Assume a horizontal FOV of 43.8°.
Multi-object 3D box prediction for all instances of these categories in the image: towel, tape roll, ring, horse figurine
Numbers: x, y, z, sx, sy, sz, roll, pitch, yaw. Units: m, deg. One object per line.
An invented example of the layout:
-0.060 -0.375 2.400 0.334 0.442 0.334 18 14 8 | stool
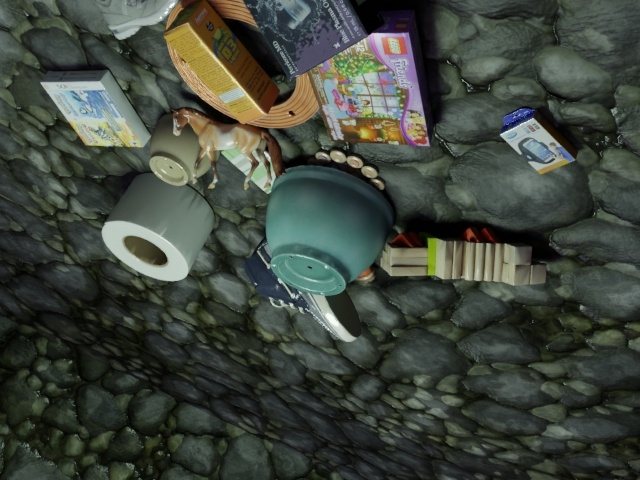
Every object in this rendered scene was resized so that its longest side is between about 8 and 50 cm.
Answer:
-0.140 -0.176 1.809 0.152 0.023 0.113 42 142 -22 | towel
-0.415 -0.033 2.056 0.246 0.169 0.246 18 147 12 | tape roll
-0.144 -0.350 1.548 0.336 0.032 0.337 17 147 11 | ring
-0.191 -0.198 1.718 0.263 0.066 0.174 5 107 14 | horse figurine

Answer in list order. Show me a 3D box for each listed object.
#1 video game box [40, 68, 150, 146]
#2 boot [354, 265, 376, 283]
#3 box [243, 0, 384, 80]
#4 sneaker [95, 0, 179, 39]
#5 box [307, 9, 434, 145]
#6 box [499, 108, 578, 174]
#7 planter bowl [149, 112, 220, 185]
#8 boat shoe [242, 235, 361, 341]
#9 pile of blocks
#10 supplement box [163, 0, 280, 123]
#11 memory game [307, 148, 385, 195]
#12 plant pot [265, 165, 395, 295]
-0.521 -0.305 1.850 0.187 0.048 0.205 7 144 30 | video game box
0.056 0.066 1.997 0.158 0.059 0.085 -10 130 32 | boot
-0.011 -0.361 1.245 0.158 0.093 0.156 -23 106 31 | box
-0.327 -0.456 1.447 0.281 0.105 0.115 -13 129 43 | sneaker
0.086 -0.283 1.421 0.201 0.057 0.293 5 150 19 | box
0.390 -0.181 1.439 0.136 0.028 0.081 36 146 -21 | box
-0.324 -0.195 1.818 0.162 0.109 0.162 18 148 12 | planter bowl
-0.050 0.130 1.975 0.158 0.127 0.340 -37 85 27 | boat shoe
0.308 0.020 1.738 0.362 0.149 0.113 4 100 14 | pile of blocks
-0.182 -0.332 1.498 0.080 0.078 0.233 -12 134 43 | supplement box
0.054 -0.133 1.745 0.186 0.012 0.186 18 147 12 | memory game
0.000 0.000 1.777 0.293 0.196 0.293 15 152 8 | plant pot
